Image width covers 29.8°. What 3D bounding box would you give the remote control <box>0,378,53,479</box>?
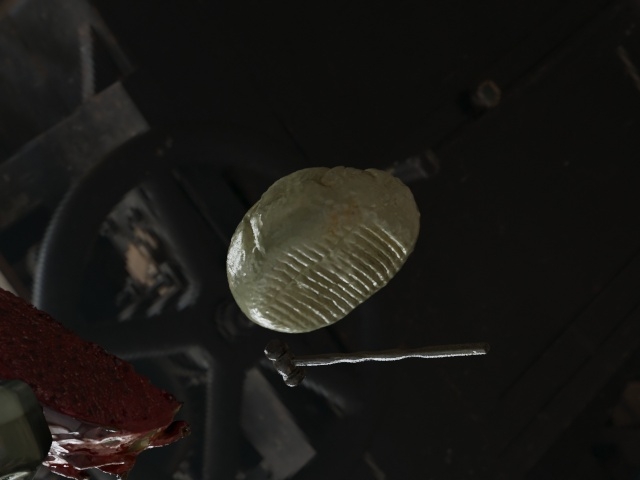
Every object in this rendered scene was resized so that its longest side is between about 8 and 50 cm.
[{"bbox_3d":[-0.276,0.150,0.510,0.128,0.335,0.065,142,104,-80],"label":"remote control"}]

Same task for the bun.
[{"bbox_3d":[0.000,0.000,1.115,0.164,0.188,0.111,32,-156,-44],"label":"bun"}]

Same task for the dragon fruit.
[{"bbox_3d":[-0.285,0.183,1.230,0.274,0.126,0.161,33,124,-3],"label":"dragon fruit"}]

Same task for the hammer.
[{"bbox_3d":[0.060,0.128,1.322,0.292,0.029,0.058,-8,129,39],"label":"hammer"}]
